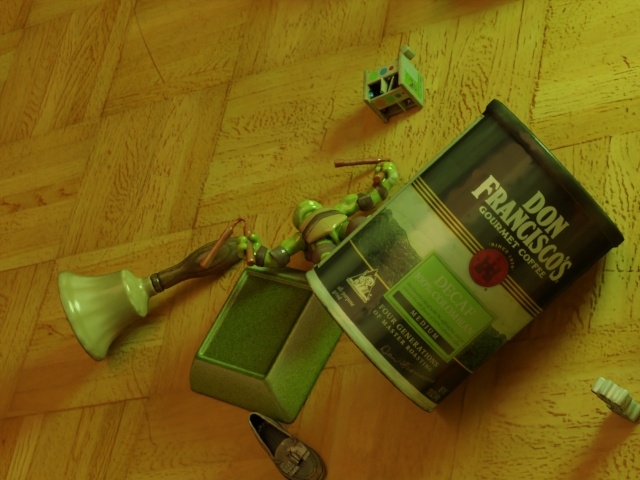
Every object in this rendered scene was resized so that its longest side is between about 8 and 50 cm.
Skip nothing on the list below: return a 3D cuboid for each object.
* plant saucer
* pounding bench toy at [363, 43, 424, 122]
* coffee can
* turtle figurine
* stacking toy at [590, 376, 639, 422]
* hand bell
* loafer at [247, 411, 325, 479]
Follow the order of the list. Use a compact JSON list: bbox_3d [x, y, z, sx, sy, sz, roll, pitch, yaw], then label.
[{"bbox_3d":[-0.065,0.107,1.979,0.188,0.045,0.188,13,67,45],"label":"plant saucer"},{"bbox_3d":[0.089,-0.201,2.089,0.065,0.052,0.083,-21,47,27],"label":"pounding bench toy"},{"bbox_3d":[0.151,0.017,1.751,0.275,0.201,0.201,-43,41,5],"label":"coffee can"},{"bbox_3d":[0.000,0.000,1.965,0.269,0.087,0.217,-27,23,-9],"label":"turtle figurine"},{"bbox_3d":[0.384,0.121,1.584,0.221,0.052,0.167,27,78,47],"label":"stacking toy"},{"bbox_3d":[-0.199,0.049,2.118,0.242,0.126,0.126,-24,44,6],"label":"hand bell"},{"bbox_3d":[-0.043,0.233,1.863,0.045,0.039,0.125,-49,41,-4],"label":"loafer"}]
